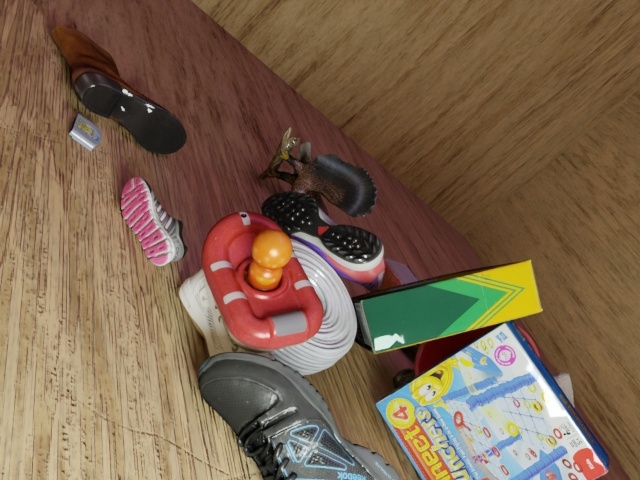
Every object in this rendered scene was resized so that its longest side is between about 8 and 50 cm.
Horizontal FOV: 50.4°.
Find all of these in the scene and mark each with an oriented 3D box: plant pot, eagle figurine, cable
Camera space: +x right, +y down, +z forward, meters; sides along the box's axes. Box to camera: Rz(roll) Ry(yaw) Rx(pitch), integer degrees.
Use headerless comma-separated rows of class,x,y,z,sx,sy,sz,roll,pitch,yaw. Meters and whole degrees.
plant pot,0.366,0.342,1.536,0.243,0.275,0.275,66,-1,-45
eagle figurine,-0.013,-0.129,1.804,0.298,0.225,0.226,36,-8,-1
cable,-0.047,0.113,1.218,0.257,0.089,0.257,54,32,7

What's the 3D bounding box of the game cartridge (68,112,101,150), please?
game cartridge,-0.423,-0.195,1.227,0.056,0.017,0.083,42,17,-31

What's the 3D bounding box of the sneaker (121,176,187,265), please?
sneaker,-0.275,-0.030,1.143,0.170,0.063,0.075,59,20,19

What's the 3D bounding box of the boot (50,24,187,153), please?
boot,-0.425,-0.314,1.428,0.264,0.096,0.280,20,24,-44

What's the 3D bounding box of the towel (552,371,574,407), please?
towel,0.460,0.420,1.367,0.187,0.049,0.282,-11,95,-44

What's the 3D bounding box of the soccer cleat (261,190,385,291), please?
soccer cleat,0.000,0.000,1.375,0.318,0.108,0.116,29,-31,35

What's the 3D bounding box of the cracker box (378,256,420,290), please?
cracker box,0.243,0.140,2.044,0.232,0.067,0.155,19,33,-56

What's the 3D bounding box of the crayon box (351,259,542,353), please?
crayon box,0.221,0.128,1.358,0.363,0.313,0.106,124,-48,-84

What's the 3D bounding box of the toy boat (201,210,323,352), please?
toy boat,-0.082,0.041,1.006,0.151,0.151,0.231,-9,51,-29

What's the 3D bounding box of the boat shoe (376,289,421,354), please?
boat shoe,0.270,0.233,1.776,0.324,0.120,0.122,40,15,1

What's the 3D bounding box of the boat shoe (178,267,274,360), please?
boat shoe,-0.120,0.148,1.059,0.277,0.096,0.098,53,18,19

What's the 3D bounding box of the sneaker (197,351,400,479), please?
sneaker,-0.037,0.285,0.915,0.341,0.125,0.139,39,36,0

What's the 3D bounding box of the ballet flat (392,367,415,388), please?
ballet flat,0.253,0.340,1.627,0.250,0.058,0.084,25,28,-53

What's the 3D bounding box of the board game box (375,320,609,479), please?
board game box,0.313,0.354,1.270,0.308,0.302,0.086,57,20,12
